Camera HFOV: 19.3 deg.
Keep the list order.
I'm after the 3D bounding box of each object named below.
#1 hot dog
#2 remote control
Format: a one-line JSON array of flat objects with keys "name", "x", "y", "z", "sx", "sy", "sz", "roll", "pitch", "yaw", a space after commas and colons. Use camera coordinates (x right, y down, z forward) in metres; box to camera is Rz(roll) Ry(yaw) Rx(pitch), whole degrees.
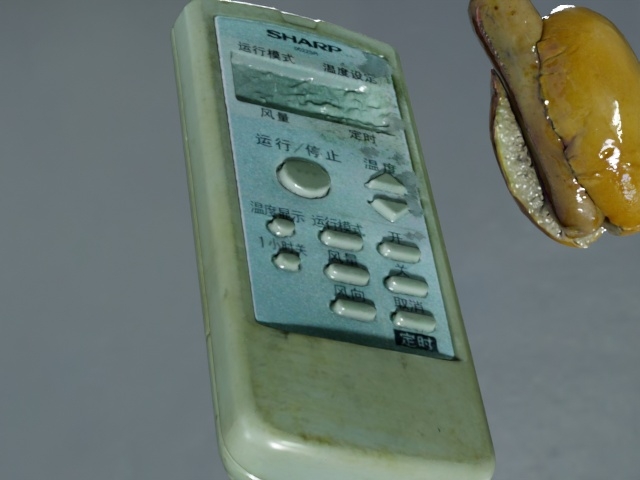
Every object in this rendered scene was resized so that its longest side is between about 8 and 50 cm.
[{"name": "hot dog", "x": 0.120, "y": -0.066, "z": 0.931, "sx": 0.090, "sy": 0.060, "sz": 0.140, "roll": -13, "pitch": -93, "yaw": 47}, {"name": "remote control", "x": 0.000, "y": 0.000, "z": 0.695, "sx": 0.233, "sy": 0.098, "sz": 0.038, "roll": -100, "pitch": -149, "yaw": -44}]
